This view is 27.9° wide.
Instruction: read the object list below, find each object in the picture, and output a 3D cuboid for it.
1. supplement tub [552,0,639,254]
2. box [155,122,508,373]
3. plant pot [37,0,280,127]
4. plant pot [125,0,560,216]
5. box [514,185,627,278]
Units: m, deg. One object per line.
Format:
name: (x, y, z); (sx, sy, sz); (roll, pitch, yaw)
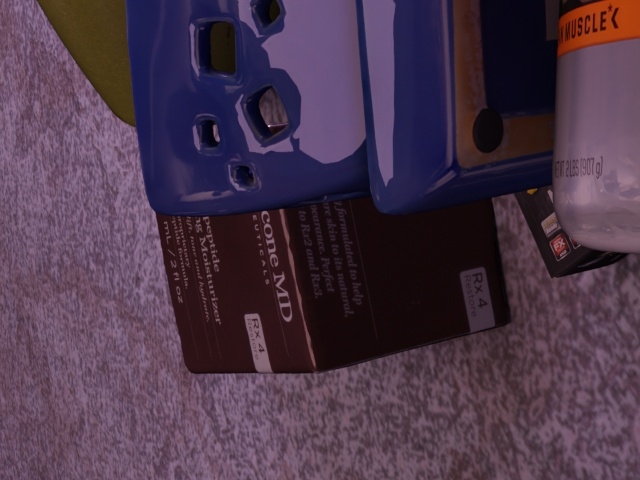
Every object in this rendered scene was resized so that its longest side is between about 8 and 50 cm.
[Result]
supplement tub: (0.198, -0.160, 0.493); (0.207, 0.207, 0.338); (5, 93, 59)
box: (0.000, 0.000, 0.943); (0.203, 0.167, 0.168); (-10, 91, 60)
plant pot: (-0.130, -0.242, 1.029); (0.275, 0.274, 0.293); (44, 150, 44)
plant pot: (0.051, -0.134, 0.650); (0.212, 0.236, 0.236); (9, 107, 51)
box: (0.175, -0.108, 0.724); (0.231, 0.056, 0.183); (-45, 62, 55)
